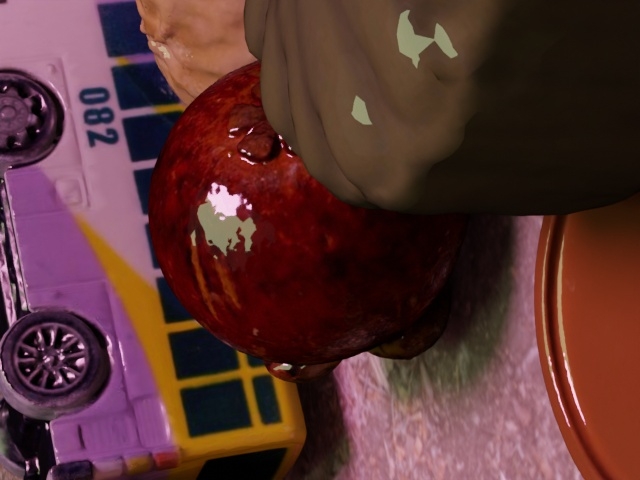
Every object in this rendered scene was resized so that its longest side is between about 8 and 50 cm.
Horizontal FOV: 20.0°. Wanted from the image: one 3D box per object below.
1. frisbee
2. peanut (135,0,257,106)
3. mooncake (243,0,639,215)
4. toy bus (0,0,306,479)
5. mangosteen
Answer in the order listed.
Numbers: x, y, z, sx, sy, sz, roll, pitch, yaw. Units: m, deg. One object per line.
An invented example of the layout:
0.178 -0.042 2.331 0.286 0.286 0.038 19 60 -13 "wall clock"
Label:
0.188 0.042 0.999 0.251 0.021 0.251 176 90 -66 "frisbee"
-0.044 -0.260 1.267 0.169 0.192 0.387 -114 31 -52 "peanut"
0.079 -0.188 0.985 0.356 0.194 0.356 -178 90 -66 "mooncake"
-0.164 0.000 1.488 0.209 0.249 0.440 116 143 -64 "toy bus"
0.000 0.000 1.217 0.257 0.215 0.215 71 173 -47 "mangosteen"
